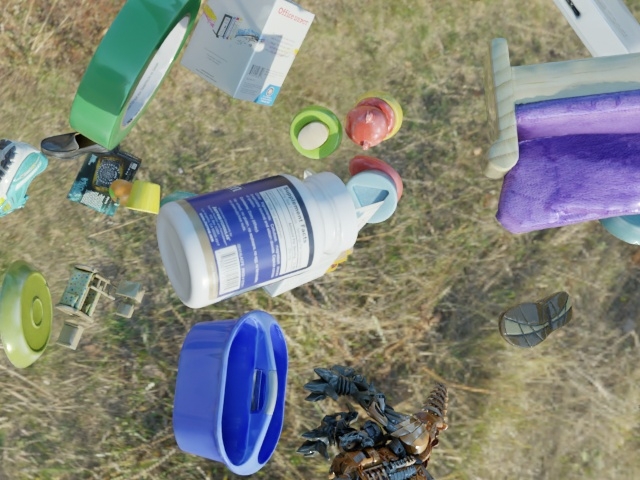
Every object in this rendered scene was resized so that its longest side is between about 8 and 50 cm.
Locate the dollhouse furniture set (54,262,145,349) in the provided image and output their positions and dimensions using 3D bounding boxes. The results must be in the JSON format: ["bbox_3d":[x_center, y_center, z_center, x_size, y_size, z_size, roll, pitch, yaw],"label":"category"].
[{"bbox_3d":[-0.520,0.165,1.690,0.101,0.161,0.181,70,35,-67],"label":"dollhouse furniture set"}]

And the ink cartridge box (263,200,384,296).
[{"bbox_3d":[0.000,0.000,1.440,0.066,0.232,0.189,44,31,17],"label":"ink cartridge box"}]

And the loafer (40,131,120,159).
[{"bbox_3d":[-0.529,-0.217,1.595,0.170,0.061,0.062,-6,69,-4],"label":"loafer"}]

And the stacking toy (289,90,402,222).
[{"bbox_3d":[0.052,-0.184,1.731,0.130,0.280,0.308,-57,144,-58],"label":"stacking toy"}]

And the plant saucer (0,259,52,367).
[{"bbox_3d":[-0.645,0.161,1.623,0.037,0.241,0.240,-4,83,-1],"label":"plant saucer"}]

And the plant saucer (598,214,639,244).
[{"bbox_3d":[0.450,-0.050,1.058,0.119,0.021,0.119,7,57,-12],"label":"plant saucer"}]

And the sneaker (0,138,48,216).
[{"bbox_3d":[-0.657,-0.079,1.495,0.107,0.275,0.110,48,15,28],"label":"sneaker"}]

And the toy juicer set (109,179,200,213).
[{"bbox_3d":[-0.326,-0.066,1.653,0.329,0.209,0.089,12,88,-45],"label":"toy juicer set"}]

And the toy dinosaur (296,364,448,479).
[{"bbox_3d":[0.085,0.298,1.061,0.322,0.218,0.164,3,109,-56],"label":"toy dinosaur"}]

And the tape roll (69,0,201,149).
[{"bbox_3d":[-0.320,-0.313,1.275,0.077,0.321,0.321,31,64,-11],"label":"tape roll"}]

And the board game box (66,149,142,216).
[{"bbox_3d":[-0.541,-0.154,1.823,0.126,0.186,0.026,24,32,-21],"label":"board game box"}]

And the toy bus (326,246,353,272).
[{"bbox_3d":[-0.049,0.007,2.102,0.108,0.333,0.130,-16,117,-35],"label":"toy bus"}]

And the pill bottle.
[{"bbox_3d":[-0.088,-0.010,1.056,0.265,0.153,0.153,-17,93,-27],"label":"pill bottle"}]

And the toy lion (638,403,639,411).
[{"bbox_3d":[0.566,0.328,1.206,0.096,0.034,0.100,52,28,-20],"label":"toy lion"}]

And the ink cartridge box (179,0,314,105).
[{"bbox_3d":[-0.160,-0.447,1.618,0.232,0.168,0.171,-61,158,16],"label":"ink cartridge box"}]

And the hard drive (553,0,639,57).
[{"bbox_3d":[0.456,-0.401,1.227,0.233,0.047,0.353,55,33,1],"label":"hard drive"}]

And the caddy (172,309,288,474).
[{"bbox_3d":[-0.170,0.318,1.555,0.241,0.179,0.341,24,67,-59],"label":"caddy"}]

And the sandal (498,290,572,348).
[{"bbox_3d":[0.408,0.147,1.409,0.219,0.060,0.089,-18,100,-39],"label":"sandal"}]

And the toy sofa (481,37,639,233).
[{"bbox_3d":[0.333,-0.106,0.672,0.150,0.363,0.177,-5,91,-80],"label":"toy sofa"}]
